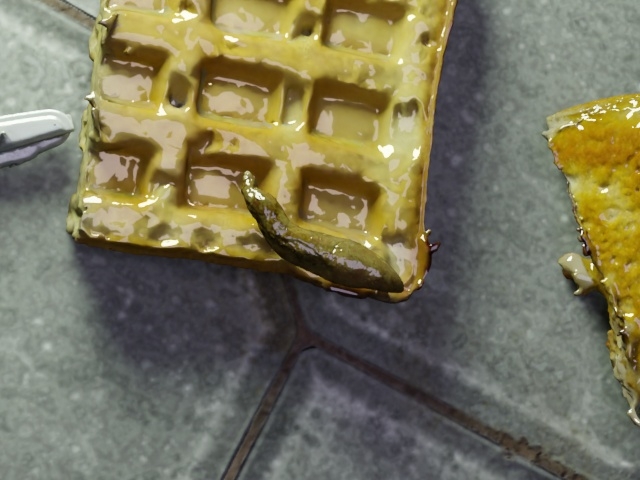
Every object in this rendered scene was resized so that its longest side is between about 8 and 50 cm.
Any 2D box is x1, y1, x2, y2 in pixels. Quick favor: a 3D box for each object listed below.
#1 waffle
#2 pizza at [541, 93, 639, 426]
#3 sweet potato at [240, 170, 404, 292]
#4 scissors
[{"bbox_3d":[-0.039,-0.139,1.094,0.304,0.077,0.348,9,86,-13],"label":"waffle"},{"bbox_3d":[0.296,0.017,1.139,0.189,0.071,0.297,-15,84,22],"label":"pizza"},{"bbox_3d":[-0.004,0.004,1.044,0.153,0.038,0.041,33,60,-4],"label":"sweet potato"},{"bbox_3d":[-0.311,-0.062,1.052,0.242,0.030,0.118,-17,92,-9],"label":"scissors"}]
